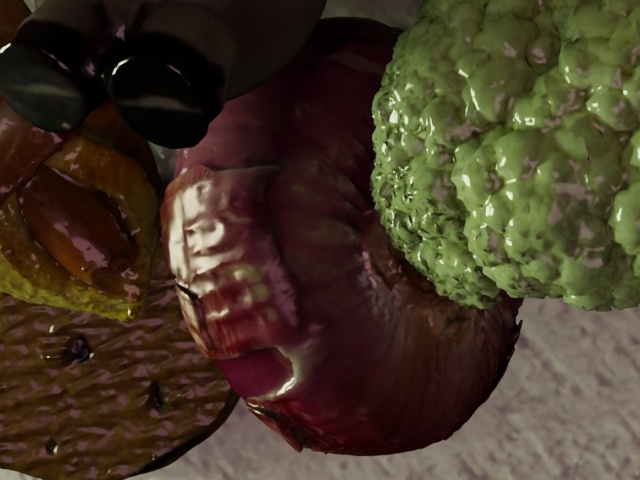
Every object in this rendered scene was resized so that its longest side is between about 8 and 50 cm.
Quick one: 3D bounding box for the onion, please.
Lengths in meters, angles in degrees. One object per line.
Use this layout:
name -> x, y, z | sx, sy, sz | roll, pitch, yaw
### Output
onion -> 0.000, 0.000, 0.828 | 0.163, 0.230, 0.230 | 2, 118, 42

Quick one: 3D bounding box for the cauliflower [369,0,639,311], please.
cauliflower -> 0.170, -0.074, 0.748 | 0.275, 0.250, 0.272 | 17, 74, 0

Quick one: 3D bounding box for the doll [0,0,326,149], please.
doll -> -0.043, -0.145, 0.738 | 0.182, 0.257, 0.117 | 11, 133, 18

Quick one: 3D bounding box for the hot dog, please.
hot dog -> -0.178, -0.064, 0.831 | 0.261, 0.093, 0.123 | 44, 98, -1

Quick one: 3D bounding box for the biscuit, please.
biscuit -> -0.141, 0.047, 0.927 | 0.212, 0.036, 0.212 | 1, 111, 2
